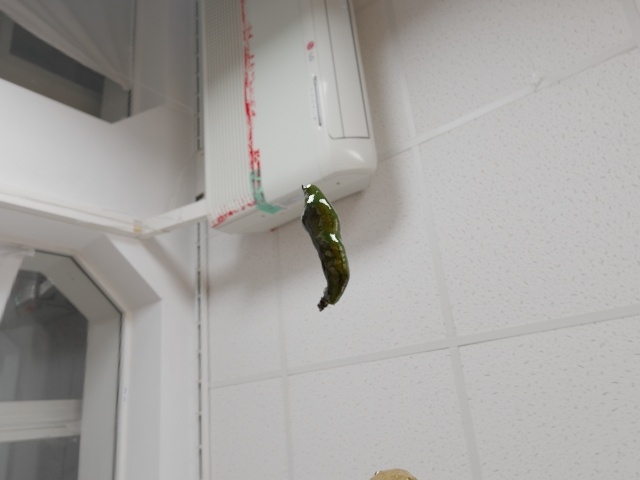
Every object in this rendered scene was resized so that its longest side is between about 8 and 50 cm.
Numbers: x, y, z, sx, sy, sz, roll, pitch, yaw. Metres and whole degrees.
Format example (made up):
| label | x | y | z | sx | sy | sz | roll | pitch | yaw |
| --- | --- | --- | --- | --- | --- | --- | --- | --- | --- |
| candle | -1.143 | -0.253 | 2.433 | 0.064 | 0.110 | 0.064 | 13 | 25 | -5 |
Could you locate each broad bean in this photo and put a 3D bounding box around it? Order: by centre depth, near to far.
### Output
| label | x | y | z | sx | sy | sz | roll | pitch | yaw |
| --- | --- | --- | --- | --- | --- | --- | --- | --- | --- |
| broad bean | 0.007 | 0.000 | 0.703 | 0.061 | 0.046 | 0.195 | -19 | -110 | 32 |

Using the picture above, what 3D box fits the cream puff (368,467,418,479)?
| label | x | y | z | sx | sy | sz | roll | pitch | yaw |
| --- | --- | --- | --- | --- | --- | --- | --- | --- | --- |
| cream puff | 0.055 | 0.246 | 0.335 | 0.115 | 0.150 | 0.165 | 24 | -97 | 14 |
